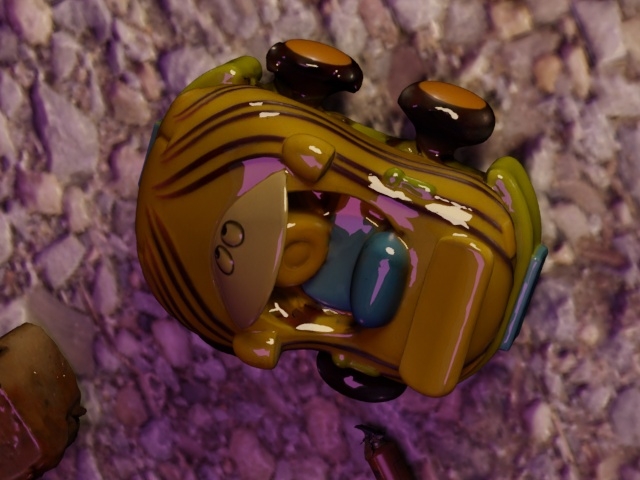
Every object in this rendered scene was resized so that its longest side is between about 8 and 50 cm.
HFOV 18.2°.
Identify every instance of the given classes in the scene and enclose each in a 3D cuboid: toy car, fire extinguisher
[{"bbox_3d":[0.000,0.000,1.153,0.248,0.142,0.200,18,110,12],"label":"toy car"},{"bbox_3d":[0.045,0.152,1.250,0.028,0.022,0.083,-18,100,54],"label":"fire extinguisher"}]

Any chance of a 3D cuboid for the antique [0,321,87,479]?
[{"bbox_3d":[-0.289,0.169,1.339,0.310,0.087,0.093,-33,95,24],"label":"antique"}]
